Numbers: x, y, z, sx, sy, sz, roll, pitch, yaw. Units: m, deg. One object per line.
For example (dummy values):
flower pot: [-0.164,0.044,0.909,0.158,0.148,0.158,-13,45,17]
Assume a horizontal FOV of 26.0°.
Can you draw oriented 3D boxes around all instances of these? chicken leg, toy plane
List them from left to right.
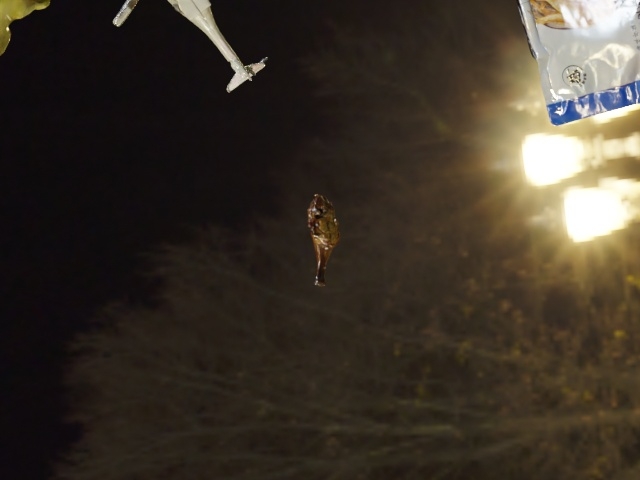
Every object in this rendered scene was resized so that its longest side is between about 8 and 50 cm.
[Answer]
toy plane: [-0.160,-0.281,1.730,0.107,0.182,0.273,49,160,52]
chicken leg: [0.002,-0.002,2.093,0.062,0.037,0.145,-47,-41,-47]

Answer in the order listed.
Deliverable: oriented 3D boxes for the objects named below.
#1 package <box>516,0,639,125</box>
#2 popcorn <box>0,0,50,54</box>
package: [0.289,-0.214,1.370,0.027,0.171,0.173,-38,-67,-68]
popcorn: [-0.404,-0.283,1.386,0.195,0.255,0.256,-121,26,-59]
